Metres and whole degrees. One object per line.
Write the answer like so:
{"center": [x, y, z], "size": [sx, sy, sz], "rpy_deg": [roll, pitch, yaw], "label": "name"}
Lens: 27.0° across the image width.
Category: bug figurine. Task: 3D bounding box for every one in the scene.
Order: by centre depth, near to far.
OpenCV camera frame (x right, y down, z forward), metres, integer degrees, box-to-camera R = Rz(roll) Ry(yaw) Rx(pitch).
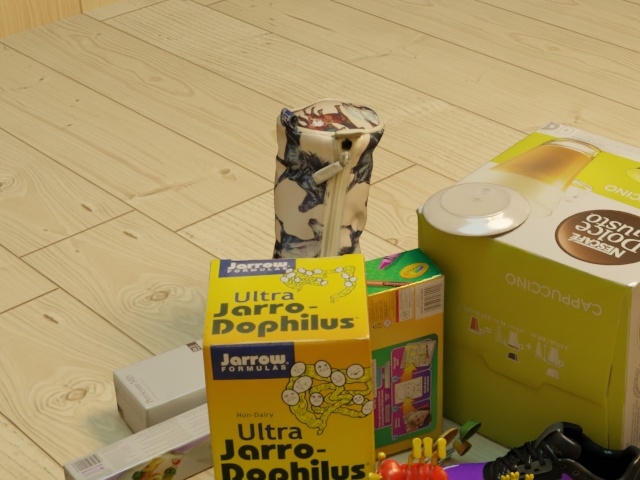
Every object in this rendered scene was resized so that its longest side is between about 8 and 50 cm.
{"center": [0.150, 0.373, 1.543], "size": [0.216, 0.279, 0.072], "rpy_deg": [7, -14, -17], "label": "bug figurine"}

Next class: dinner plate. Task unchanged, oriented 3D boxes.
{"center": [0.205, -0.047, 1.755], "size": [0.141, 0.017, 0.141], "rpy_deg": [-3, 30, 2], "label": "dinner plate"}

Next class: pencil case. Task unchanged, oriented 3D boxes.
{"center": [0.000, 0.000, 1.992], "size": [0.159, 0.410, 0.183], "rpy_deg": [4, 18, -2], "label": "pencil case"}

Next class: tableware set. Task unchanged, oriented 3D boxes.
{"center": [0.151, 0.291, 1.758], "size": [0.154, 0.104, 0.024], "rpy_deg": [-21, 57, -42], "label": "tableware set"}

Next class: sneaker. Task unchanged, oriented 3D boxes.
{"center": [0.278, 0.291, 1.697], "size": [0.293, 0.146, 0.102], "rpy_deg": [2, 30, 9], "label": "sneaker"}

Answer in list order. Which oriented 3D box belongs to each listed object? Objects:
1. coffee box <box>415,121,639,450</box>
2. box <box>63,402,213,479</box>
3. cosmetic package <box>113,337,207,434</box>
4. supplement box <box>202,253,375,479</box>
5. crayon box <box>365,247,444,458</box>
{"center": [0.364, 0.083, 1.859], "size": [0.337, 0.338, 0.334], "rpy_deg": [22, 39, 37], "label": "coffee box"}
{"center": [-0.192, 0.284, 1.831], "size": [0.324, 0.063, 0.067], "rpy_deg": [-21, 36, -29], "label": "box"}
{"center": [-0.172, 0.209, 1.939], "size": [0.231, 0.086, 0.117], "rpy_deg": [-18, 33, -27], "label": "cosmetic package"}
{"center": [-0.032, 0.217, 1.643], "size": [0.194, 0.357, 0.195], "rpy_deg": [-3, 30, 0], "label": "supplement box"}
{"center": [0.077, 0.163, 1.804], "size": [0.165, 0.278, 0.081], "rpy_deg": [-14, 32, -19], "label": "crayon box"}
